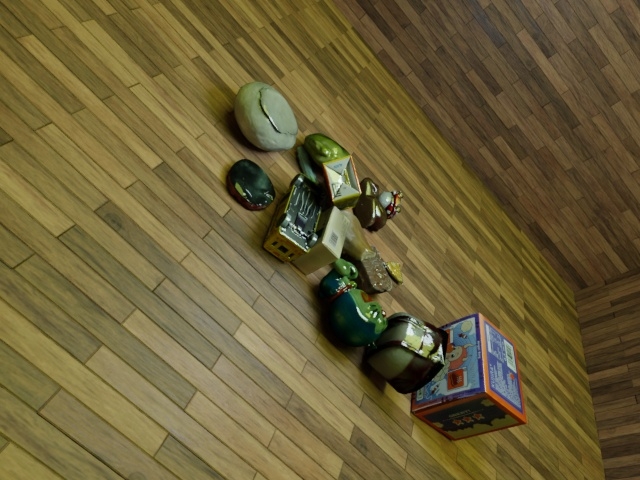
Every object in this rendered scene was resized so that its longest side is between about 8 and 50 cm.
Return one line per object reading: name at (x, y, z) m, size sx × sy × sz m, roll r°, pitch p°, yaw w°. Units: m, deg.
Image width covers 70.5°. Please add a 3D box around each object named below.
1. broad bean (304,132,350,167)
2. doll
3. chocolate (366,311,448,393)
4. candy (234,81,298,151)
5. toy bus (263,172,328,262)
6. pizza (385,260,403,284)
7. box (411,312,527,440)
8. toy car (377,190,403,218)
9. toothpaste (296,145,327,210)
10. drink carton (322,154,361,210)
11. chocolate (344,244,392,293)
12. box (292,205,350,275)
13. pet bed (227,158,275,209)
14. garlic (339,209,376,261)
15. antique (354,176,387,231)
broad bean at (0.034, -0.370, 1.935) m, size 0.238 × 0.119 × 0.291 m, roll 32°, pitch 13°, yaw -10°
doll at (0.106, 0.232, 1.565) m, size 0.321 × 0.186 × 0.199 m, roll 59°, pitch 14°, yaw 27°
chocolate at (0.282, 0.369, 1.582) m, size 0.186 × 0.284 × 0.283 m, roll 43°, pitch 39°, yaw -17°
candy at (-0.213, -0.469, 1.741) m, size 0.295 × 0.185 × 0.295 m, roll 45°, pitch 33°, yaw -41°
toy bus at (-0.087, -0.087, 1.614) m, size 0.144 × 0.152 × 0.330 m, roll 37°, pitch 42°, yaw -22°
pizza at (0.334, 0.133, 2.016) m, size 0.123 × 0.026 × 0.108 m, roll 51°, pitch 34°, yaw -2°
box at (0.551, 0.517, 1.722) m, size 0.257 × 0.319 × 0.348 m, roll 40°, pitch 40°, yaw -21°
toy car at (0.328, -0.183, 2.196) m, size 0.112 × 0.112 × 0.139 m, roll 20°, pitch 57°, yaw -18°
toothpaste at (-0.040, -0.258, 1.889) m, size 0.075 × 0.048 × 0.296 m, roll 4°, pitch 62°, yaw -57°
drink carton at (0.078, -0.210, 1.748) m, size 0.351 × 0.111 × 0.154 m, roll 55°, pitch 21°, yaw -87°
chocolate at (0.190, 0.125, 1.809) m, size 0.149 × 0.093 × 0.213 m, roll 2°, pitch 61°, yaw -45°
box at (0.000, 0.000, 1.630) m, size 0.095 × 0.168 × 0.211 m, roll 42°, pitch 38°, yaw -21°
pet bed at (-0.245, -0.196, 1.606) m, size 0.201 × 0.053 × 0.201 m, roll 28°, pitch 44°, yaw -31°
garlic at (0.105, -0.030, 1.761) m, size 0.144 × 0.112 × 0.318 m, roll 2°, pitch 40°, yaw -29°
antique at (0.226, -0.166, 2.048) m, size 0.144 × 0.121 × 0.256 m, roll 12°, pitch 55°, yaw -46°
